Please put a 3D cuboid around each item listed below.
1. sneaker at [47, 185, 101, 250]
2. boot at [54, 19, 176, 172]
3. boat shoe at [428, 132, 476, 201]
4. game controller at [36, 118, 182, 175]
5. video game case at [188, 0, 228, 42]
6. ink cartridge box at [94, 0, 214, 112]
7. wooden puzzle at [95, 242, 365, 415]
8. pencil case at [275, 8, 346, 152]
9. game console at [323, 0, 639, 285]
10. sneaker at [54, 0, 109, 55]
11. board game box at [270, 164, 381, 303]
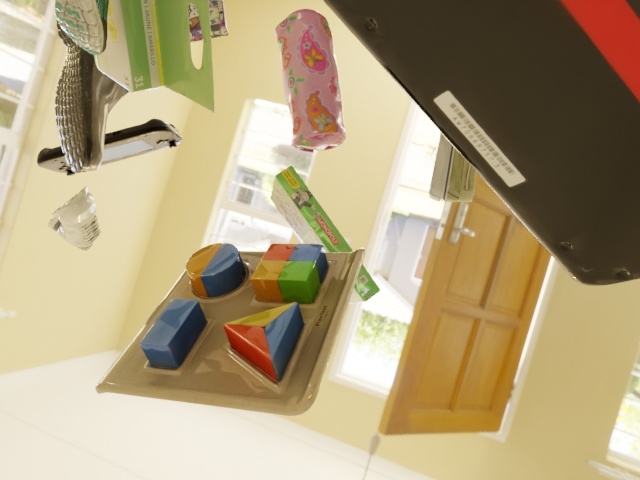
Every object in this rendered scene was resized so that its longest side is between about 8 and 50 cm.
[{"bbox_3d":[-0.498,-0.040,1.090,0.094,0.090,0.235,52,151,-10],"label":"sneaker"},{"bbox_3d":[-0.328,-0.280,0.910,0.118,0.337,0.223,10,-172,43],"label":"boot"},{"bbox_3d":[0.294,-0.224,1.066,0.094,0.302,0.109,11,-171,10],"label":"boat shoe"},{"bbox_3d":[-0.496,-0.219,1.239,0.320,0.067,0.166,-15,-172,1],"label":"game controller"},{"bbox_3d":[-0.350,-0.597,1.318,0.211,0.231,0.041,-10,157,-1],"label":"video game case"},{"bbox_3d":[-0.219,-0.267,0.641,0.056,0.171,0.235,-24,-136,-34],"label":"ink cartridge box"},{"bbox_3d":[-0.129,0.099,0.789,0.348,0.080,0.322,-3,-145,22],"label":"wooden puzzle"},{"bbox_3d":[-0.022,-0.331,1.094,0.124,0.283,0.124,-9,174,-1],"label":"pencil case"},{"bbox_3d":[0.217,-0.136,0.333,0.386,0.060,0.342,44,148,-13],"label":"game console"},{"bbox_3d":[-0.249,-0.281,0.573,0.065,0.076,0.166,33,146,6],"label":"sneaker"},{"bbox_3d":[0.000,0.000,1.160,0.317,0.046,0.213,55,167,2],"label":"board game box"}]
